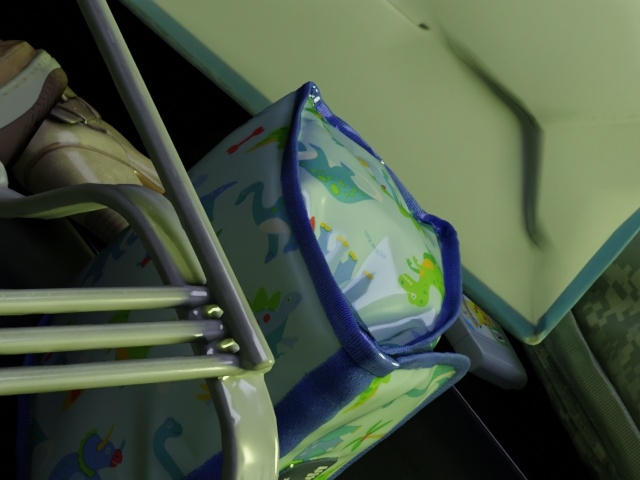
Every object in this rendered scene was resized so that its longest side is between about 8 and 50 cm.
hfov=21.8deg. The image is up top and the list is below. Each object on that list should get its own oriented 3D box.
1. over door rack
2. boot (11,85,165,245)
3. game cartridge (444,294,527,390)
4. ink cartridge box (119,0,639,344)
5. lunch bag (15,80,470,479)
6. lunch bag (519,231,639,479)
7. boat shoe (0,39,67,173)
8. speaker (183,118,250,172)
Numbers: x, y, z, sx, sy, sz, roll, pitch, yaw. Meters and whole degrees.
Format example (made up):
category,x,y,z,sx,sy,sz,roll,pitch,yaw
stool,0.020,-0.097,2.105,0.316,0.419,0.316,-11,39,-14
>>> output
category,x,y,z,sx,sy,sz,roll,pitch,yaw
over door rack,-0.153,-0.074,0.354,0.239,0.108,0.324,1,66,-48
boot,-0.081,-0.028,0.657,0.087,0.042,0.118,47,10,18
game cartridge,0.081,0.044,0.925,0.056,0.017,0.083,23,31,-46
ink cartridge box,0.009,-0.144,0.832,0.270,0.151,0.395,40,9,-20
lunch bag,-0.026,0.038,0.507,0.096,0.129,0.151,45,18,-12
lunch bag,0.247,0.077,0.931,0.256,0.213,0.305,3,42,-27
boat shoe,-0.133,-0.031,0.507,0.072,0.068,0.190,34,21,-8
speaker,0.000,0.000,0.759,0.136,0.055,0.055,35,23,-38
